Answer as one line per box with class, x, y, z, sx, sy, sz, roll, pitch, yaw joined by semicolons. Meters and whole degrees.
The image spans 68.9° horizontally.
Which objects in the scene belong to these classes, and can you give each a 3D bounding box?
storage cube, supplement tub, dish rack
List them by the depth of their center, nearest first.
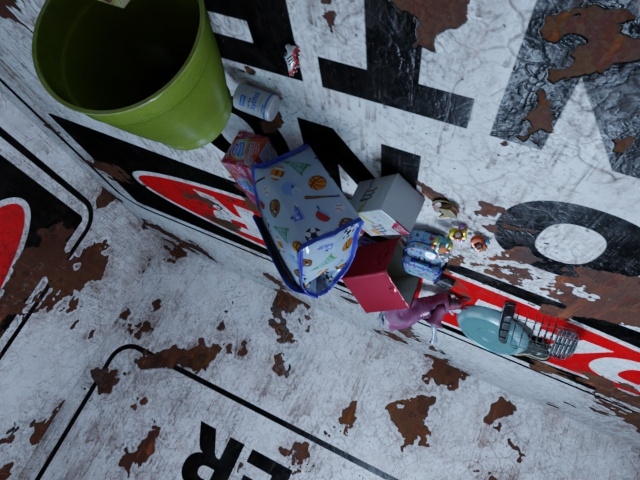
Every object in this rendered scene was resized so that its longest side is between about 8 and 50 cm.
supplement tub;-0.167;-0.362;1.221;0.107;0.071;0.071;22;161;10
storage cube;0.227;0.131;1.696;0.193;0.184;0.215;-14;122;38
dish rack;0.811;0.347;1.750;0.271;0.074;0.208;13;141;22

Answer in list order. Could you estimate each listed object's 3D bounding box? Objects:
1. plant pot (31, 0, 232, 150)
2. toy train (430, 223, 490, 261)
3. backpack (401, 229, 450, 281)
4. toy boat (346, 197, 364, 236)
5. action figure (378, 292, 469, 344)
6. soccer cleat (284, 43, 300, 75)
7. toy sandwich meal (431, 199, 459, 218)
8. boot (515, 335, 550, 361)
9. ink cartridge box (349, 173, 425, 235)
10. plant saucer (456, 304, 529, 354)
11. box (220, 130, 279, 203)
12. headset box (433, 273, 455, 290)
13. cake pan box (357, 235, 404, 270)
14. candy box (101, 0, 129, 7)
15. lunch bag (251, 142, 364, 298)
plant pot;-0.375;-0.381;1.081;0.366;0.367;0.353;22;173;12
toy train;0.419;0.020;1.413;0.166;0.046;0.125;-26;116;32
backpack;0.350;0.043;1.550;0.158;0.117;0.173;21;159;15
toy boat;0.043;-0.069;1.602;0.231;0.151;0.151;23;162;12
action figure;0.442;0.273;1.975;0.370;0.248;0.276;-18;106;24
soccer cleat;-0.066;-0.404;1.044;0.035;0.029;0.083;34;159;7
toy sandwich meal;0.354;-0.085;1.329;0.085;0.029;0.086;24;161;8
boot;0.878;0.441;2.012;0.197;0.077;0.137;4;143;36
ink cartridge box;0.185;-0.099;1.367;0.128;0.127;0.176;36;161;-26
plant saucer;0.725;0.395;1.998;0.317;0.044;0.318;30;153;17
box;-0.201;-0.225;1.544;0.122;0.128;0.257;18;160;25
headset box;0.484;0.161;1.818;0.062;0.032;0.083;26;163;3
cake pan box;0.248;0.094;1.903;0.245;0.070;0.267;26;162;8
candy box;-0.465;-0.571;0.879;0.316;0.183;0.087;22;162;12
lunch bag;-0.057;-0.031;1.432;0.328;0.238;0.386;60;164;25
